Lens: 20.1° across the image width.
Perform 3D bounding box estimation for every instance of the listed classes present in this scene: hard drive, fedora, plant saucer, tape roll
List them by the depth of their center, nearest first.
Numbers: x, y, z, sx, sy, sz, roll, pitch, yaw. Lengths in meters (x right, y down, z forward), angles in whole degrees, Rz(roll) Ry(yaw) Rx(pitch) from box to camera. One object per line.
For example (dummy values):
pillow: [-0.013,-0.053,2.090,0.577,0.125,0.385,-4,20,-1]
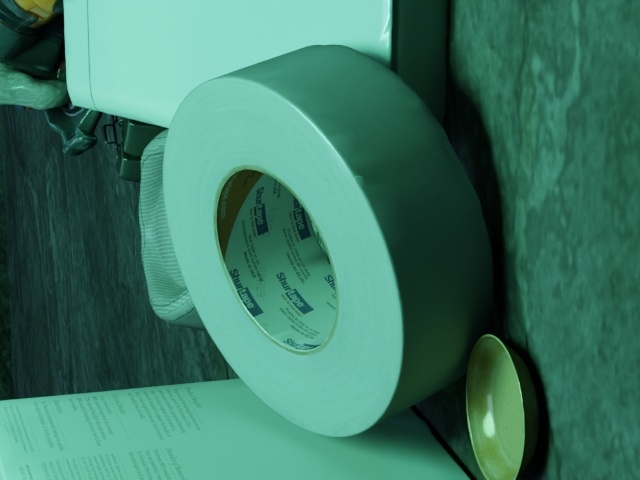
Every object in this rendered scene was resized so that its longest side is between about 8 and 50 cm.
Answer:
plant saucer: [0.099,0.091,0.967,0.083,0.015,0.083,177,90,-74]
tape roll: [0.000,0.000,1.042,0.219,0.072,0.219,31,133,41]
hard drive: [-0.055,-0.179,1.151,0.353,0.047,0.233,16,111,48]
fedora: [-0.063,-0.010,1.302,0.275,0.124,0.244,-168,76,-73]

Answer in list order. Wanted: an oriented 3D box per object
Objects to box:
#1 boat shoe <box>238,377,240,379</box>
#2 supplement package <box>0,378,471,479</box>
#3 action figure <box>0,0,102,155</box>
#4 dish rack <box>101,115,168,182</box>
boat shoe: [-0.031,0.174,1.365,0.056,0.048,0.153,123,141,-64]
supplement package: [-0.062,0.211,1.100,0.199,0.262,0.198,-133,42,-65]
action figure: [-0.299,-0.263,1.695,0.330,0.178,0.341,-57,46,33]
dish rack: [-0.170,-0.207,1.726,0.208,0.074,0.271,110,154,-49]
